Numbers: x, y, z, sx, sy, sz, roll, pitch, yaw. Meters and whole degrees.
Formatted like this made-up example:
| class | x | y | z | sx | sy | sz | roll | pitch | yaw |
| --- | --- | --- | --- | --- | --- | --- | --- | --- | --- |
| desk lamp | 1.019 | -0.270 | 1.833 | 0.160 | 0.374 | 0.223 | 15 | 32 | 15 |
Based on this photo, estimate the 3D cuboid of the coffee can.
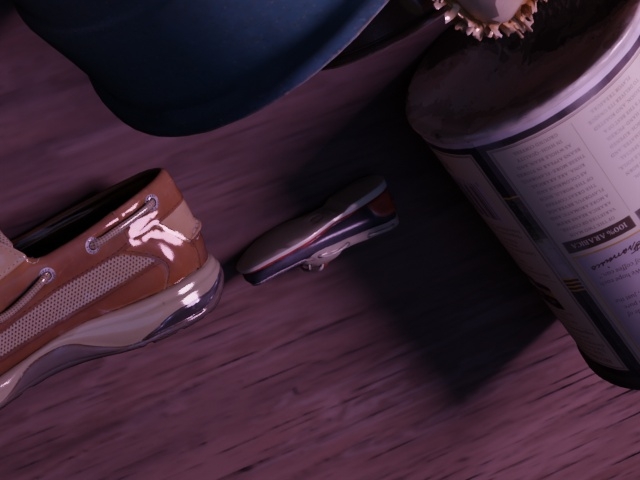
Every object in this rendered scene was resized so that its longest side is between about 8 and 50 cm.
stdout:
| class | x | y | z | sx | sy | sz | roll | pitch | yaw |
| --- | --- | --- | --- | --- | --- | --- | --- | --- | --- |
| coffee can | 0.221 | -0.050 | 1.131 | 0.201 | 0.201 | 0.275 | -43 | 118 | -8 |

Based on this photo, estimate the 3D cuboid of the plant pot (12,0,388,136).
| class | x | y | z | sx | sy | sz | roll | pitch | yaw |
| --- | --- | --- | --- | --- | --- | --- | --- | --- | --- |
| plant pot | -0.135 | -0.282 | 0.789 | 0.334 | 0.341 | 0.341 | 32 | 90 | -38 |

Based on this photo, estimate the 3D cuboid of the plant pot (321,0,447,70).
| class | x | y | z | sx | sy | sz | roll | pitch | yaw |
| --- | --- | --- | --- | --- | --- | --- | --- | --- | --- |
| plant pot | 0.021 | -0.231 | 1.018 | 0.167 | 0.167 | 0.165 | -36 | 109 | -11 |

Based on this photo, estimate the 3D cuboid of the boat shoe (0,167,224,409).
| class | x | y | z | sx | sy | sz | roll | pitch | yaw |
| --- | --- | --- | --- | --- | --- | --- | --- | --- | --- |
| boat shoe | -0.225 | 0.041 | 1.009 | 0.324 | 0.122 | 0.120 | -24 | 109 | -26 |

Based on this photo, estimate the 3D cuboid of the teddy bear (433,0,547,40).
| class | x | y | z | sx | sy | sz | roll | pitch | yaw |
| --- | --- | --- | --- | --- | --- | --- | --- | --- | --- |
| teddy bear | 0.130 | -0.283 | 0.970 | 0.245 | 0.113 | 0.338 | 26 | 69 | -21 |

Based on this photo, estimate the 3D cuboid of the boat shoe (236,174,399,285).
| class | x | y | z | sx | sy | sz | roll | pitch | yaw |
| --- | --- | --- | --- | --- | --- | --- | --- | --- | --- |
| boat shoe | 0.000 | 0.000 | 1.133 | 0.137 | 0.049 | 0.043 | -32 | 118 | -19 |
